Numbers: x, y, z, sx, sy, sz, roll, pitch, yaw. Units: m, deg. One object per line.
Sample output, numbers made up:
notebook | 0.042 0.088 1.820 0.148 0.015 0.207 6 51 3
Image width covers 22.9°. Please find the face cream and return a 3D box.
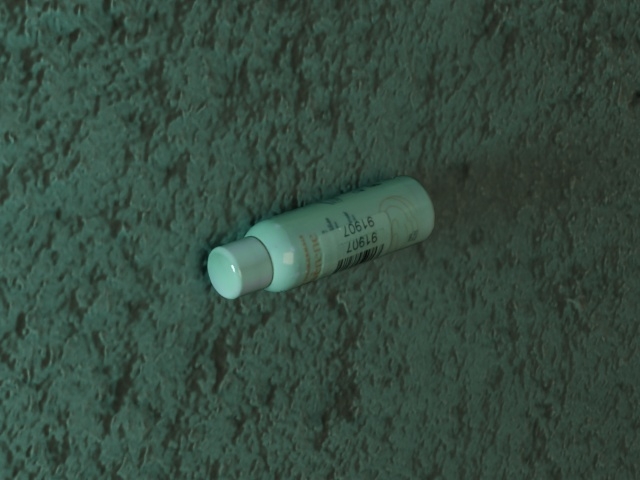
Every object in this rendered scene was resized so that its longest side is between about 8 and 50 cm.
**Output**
face cream | 0.000 0.000 1.681 0.269 0.082 0.082 -20 115 -35
